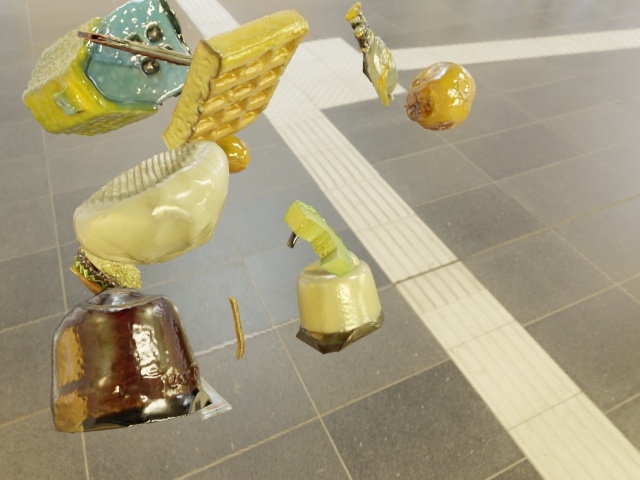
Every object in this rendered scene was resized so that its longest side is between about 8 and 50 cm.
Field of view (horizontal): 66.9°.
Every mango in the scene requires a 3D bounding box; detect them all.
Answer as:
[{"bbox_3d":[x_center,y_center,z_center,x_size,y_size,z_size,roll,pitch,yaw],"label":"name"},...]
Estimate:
[{"bbox_3d":[-0.275,-0.259,1.371,0.111,0.163,0.089,-53,21,-11],"label":"mango"}]

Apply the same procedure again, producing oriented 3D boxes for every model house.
[{"bbox_3d":[-0.420,-0.324,0.955,0.237,0.216,0.303,-4,34,38],"label":"model house"}]

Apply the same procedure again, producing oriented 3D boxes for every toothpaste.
[{"bbox_3d":[-0.345,0.454,1.425,0.089,0.057,0.234,-13,16,-30],"label":"toothpaste"}]

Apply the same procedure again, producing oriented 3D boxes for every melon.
[{"bbox_3d":[0.000,0.000,1.197,0.210,0.064,0.118,54,16,17],"label":"melon"}]

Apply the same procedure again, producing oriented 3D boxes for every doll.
[{"bbox_3d":[0.168,-0.579,1.522,0.103,0.316,0.146,-30,30,8],"label":"doll"}]

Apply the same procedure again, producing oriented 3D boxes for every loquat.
[{"bbox_3d":[0.219,-0.265,0.900,0.112,0.137,0.137,19,31,-38],"label":"loquat"}]

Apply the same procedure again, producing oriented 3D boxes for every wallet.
[{"bbox_3d":[-0.293,-0.322,0.824,0.103,0.020,0.196,19,17,33],"label":"wallet"}]

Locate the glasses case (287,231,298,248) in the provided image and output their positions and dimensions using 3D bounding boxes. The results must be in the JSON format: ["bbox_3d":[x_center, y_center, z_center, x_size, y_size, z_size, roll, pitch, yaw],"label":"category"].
[{"bbox_3d":[-0.112,-0.009,2.017,0.033,0.023,0.083,24,84,8],"label":"glasses case"}]

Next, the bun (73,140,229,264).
[{"bbox_3d":[-0.170,-0.033,0.534,0.183,0.102,0.183,-21,29,12],"label":"bun"}]

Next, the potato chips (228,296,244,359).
[{"bbox_3d":[-0.270,0.280,1.566,0.026,0.204,0.037,-3,5,32],"label":"potato chips"}]

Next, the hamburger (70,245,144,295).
[{"bbox_3d":[-0.674,0.103,1.565,0.139,0.262,0.243,-46,22,-7],"label":"hamburger"}]

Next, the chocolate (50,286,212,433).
[{"bbox_3d":[-0.483,0.287,1.233,0.383,0.384,0.332,-4,76,-7],"label":"chocolate"}]

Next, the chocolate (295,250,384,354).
[{"bbox_3d":[0.042,0.197,1.765,0.325,0.297,0.314,-27,15,-21],"label":"chocolate"}]

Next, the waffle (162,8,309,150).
[{"bbox_3d":[-0.144,-0.261,0.817,0.055,0.248,0.221,46,49,1],"label":"waffle"}]
